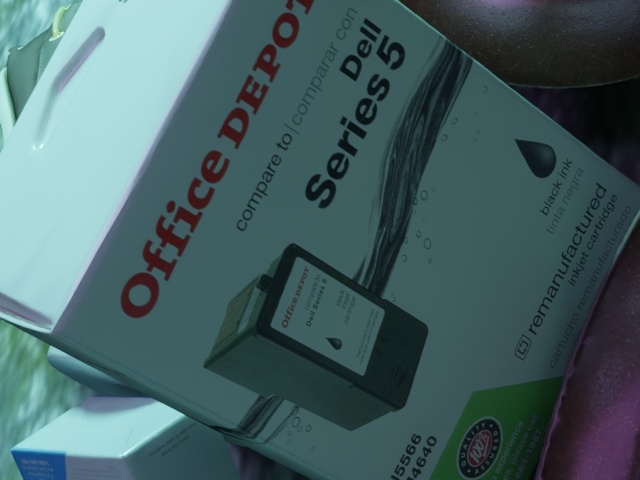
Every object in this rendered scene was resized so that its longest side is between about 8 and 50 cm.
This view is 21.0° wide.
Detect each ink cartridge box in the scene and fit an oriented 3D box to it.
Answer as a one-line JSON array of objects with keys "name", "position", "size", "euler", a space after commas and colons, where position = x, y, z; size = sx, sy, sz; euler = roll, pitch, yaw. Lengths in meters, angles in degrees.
[{"name": "ink cartridge box", "position": [-0.076, 0.172, 0.884], "size": [0.104, 0.180, 0.060], "euler": [-4, 23, 48]}, {"name": "ink cartridge box", "position": [0.000, 0.000, 0.789], "size": [0.115, 0.273, 0.198], "euler": [17, 78, 53]}]

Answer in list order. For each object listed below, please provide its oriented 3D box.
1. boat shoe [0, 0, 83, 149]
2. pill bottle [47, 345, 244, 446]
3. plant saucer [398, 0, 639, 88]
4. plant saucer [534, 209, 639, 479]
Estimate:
[{"name": "boat shoe", "position": [-0.145, -0.066, 1.148], "size": [0.096, 0.117, 0.324], "euler": [-53, 30, 13]}, {"name": "pill bottle", "position": [-0.038, -0.037, 0.959], "size": [0.162, 0.162, 0.278], "euler": [4, 68, 51]}, {"name": "plant saucer", "position": [0.125, -0.160, 0.873], "size": [0.199, 0.036, 0.198], "euler": [-6, 50, 8]}, {"name": "plant saucer", "position": [0.157, 0.082, 0.646], "size": [0.310, 0.050, 0.310], "euler": [-162, 90, -79]}]
